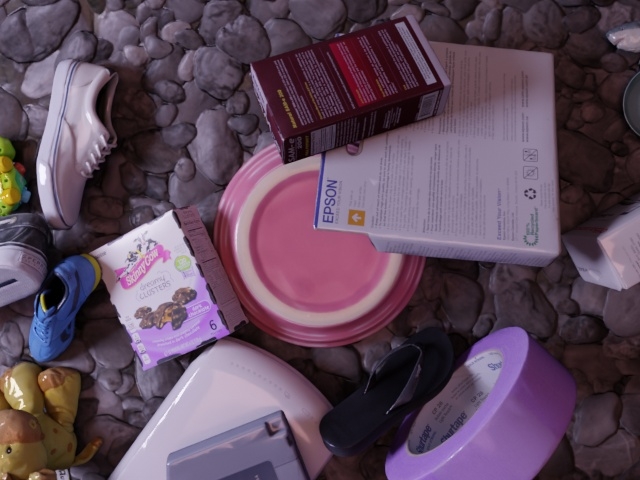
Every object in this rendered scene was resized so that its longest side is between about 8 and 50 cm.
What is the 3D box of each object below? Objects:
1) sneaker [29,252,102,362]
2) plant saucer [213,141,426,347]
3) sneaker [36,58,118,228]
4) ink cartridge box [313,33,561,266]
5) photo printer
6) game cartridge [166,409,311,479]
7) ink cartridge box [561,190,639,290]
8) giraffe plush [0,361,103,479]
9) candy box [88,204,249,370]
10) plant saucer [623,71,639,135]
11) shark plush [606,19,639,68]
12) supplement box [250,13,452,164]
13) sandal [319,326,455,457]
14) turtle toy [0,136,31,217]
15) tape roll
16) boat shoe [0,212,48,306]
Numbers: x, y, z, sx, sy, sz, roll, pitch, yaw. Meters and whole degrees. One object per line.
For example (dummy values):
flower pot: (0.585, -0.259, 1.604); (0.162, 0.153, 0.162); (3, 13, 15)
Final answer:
sneaker: (-0.400, 0.107, 0.966); (0.069, 0.082, 0.209); (39, 115, 9)
plant saucer: (0.000, 0.000, 0.986); (0.331, 0.084, 0.333); (0, 91, 0)
sneaker: (-0.357, -0.143, 0.979); (0.091, 0.094, 0.258); (6, 91, 5)
ink cartridge box: (0.168, -0.135, 0.935); (0.329, 0.071, 0.325); (6, 69, 3)
photo printer: (-0.133, 0.316, 0.981); (0.256, 0.107, 0.308); (37, 91, -1)
game cartridge: (-0.092, 0.404, 0.907); (0.197, 0.062, 0.298); (-20, 97, 1)
ink cartridge box: (0.477, -0.019, 0.948); (0.203, 0.148, 0.086); (-29, 92, 1)
giraffe plush: (-0.438, 0.295, 0.951); (0.181, 0.170, 0.210); (-27, 91, 1)
candy box: (-0.226, 0.070, 0.972); (0.164, 0.070, 0.196); (-25, 91, 20)
plant saucer: (0.521, -0.209, 1.007); (0.119, 0.021, 0.120); (0, 92, 1)
shark plush: (0.519, -0.339, 0.990); (0.161, 0.073, 0.067); (-39, 61, 6)
supplement box: (0.039, -0.205, 0.885); (0.239, 0.073, 0.130); (-19, 68, -9)
sandal: (0.105, 0.209, 0.942); (0.254, 0.097, 0.055); (-38, 131, -28)
turtle toy: (-0.487, -0.096, 0.995); (0.095, 0.066, 0.130); (-14, 89, 24)
tape roll: (0.213, 0.248, 0.893); (0.090, 0.275, 0.275); (43, 91, 0)
boat shoe: (-0.534, 0.047, 0.978); (0.334, 0.121, 0.119); (-13, 48, 17)
